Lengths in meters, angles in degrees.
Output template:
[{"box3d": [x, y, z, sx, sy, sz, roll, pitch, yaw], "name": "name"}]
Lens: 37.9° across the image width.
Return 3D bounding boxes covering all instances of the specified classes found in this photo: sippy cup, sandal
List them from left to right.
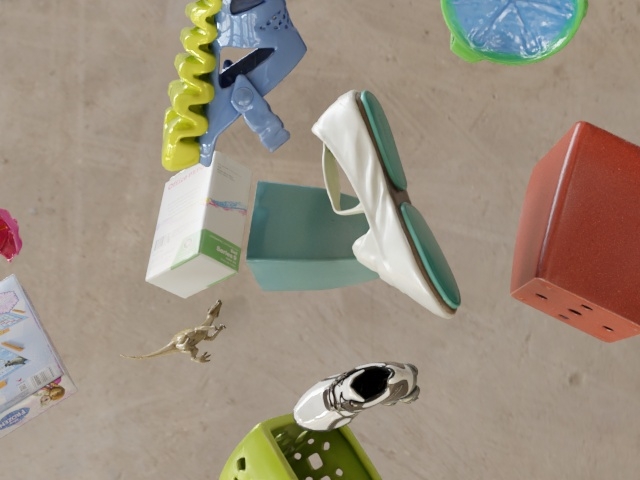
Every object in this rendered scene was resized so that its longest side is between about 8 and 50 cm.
[{"box3d": [-0.077, -0.217, 0.986, 0.138, 0.317, 0.126, 9, 25, -14], "name": "sandal"}, {"box3d": [0.338, -0.451, 1.573, 0.305, 0.240, 0.224, -9, 36, 29], "name": "sippy cup"}]

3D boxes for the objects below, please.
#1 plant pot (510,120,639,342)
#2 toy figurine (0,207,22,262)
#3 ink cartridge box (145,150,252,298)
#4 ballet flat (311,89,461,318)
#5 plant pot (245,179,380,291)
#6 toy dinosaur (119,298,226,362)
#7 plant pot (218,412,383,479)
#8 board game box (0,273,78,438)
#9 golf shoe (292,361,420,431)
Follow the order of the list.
[{"box3d": [0.436, 0.009, 1.443, 0.267, 0.267, 0.236, 27, 78, 3], "name": "plant pot"}, {"box3d": [-0.438, 0.018, 1.119, 0.159, 0.173, 0.130, -31, 107, 0], "name": "toy figurine"}, {"box3d": [-0.208, -0.027, 1.613, 0.154, 0.093, 0.212, -26, 48, 40], "name": "ink cartridge box"}, {"box3d": [0.093, -0.044, 1.461, 0.139, 0.139, 0.400, -23, 73, 7], "name": "ballet flat"}, {"box3d": [0.000, 0.000, 1.752, 0.234, 0.166, 0.165, 3, 67, 9], "name": "plant pot"}, {"box3d": [-0.213, 0.161, 1.461, 0.183, 0.053, 0.092, -31, 25, -26], "name": "toy dinosaur"}, {"box3d": [-0.043, 0.420, 1.466, 0.207, 0.227, 0.228, -44, 66, 22], "name": "plant pot"}, {"box3d": [-0.673, 0.256, 1.804, 0.319, 0.066, 0.318, -31, 49, -12], "name": "board game box"}, {"box3d": [0.037, 0.210, 1.305, 0.198, 0.094, 0.077, -24, 63, 18], "name": "golf shoe"}]
